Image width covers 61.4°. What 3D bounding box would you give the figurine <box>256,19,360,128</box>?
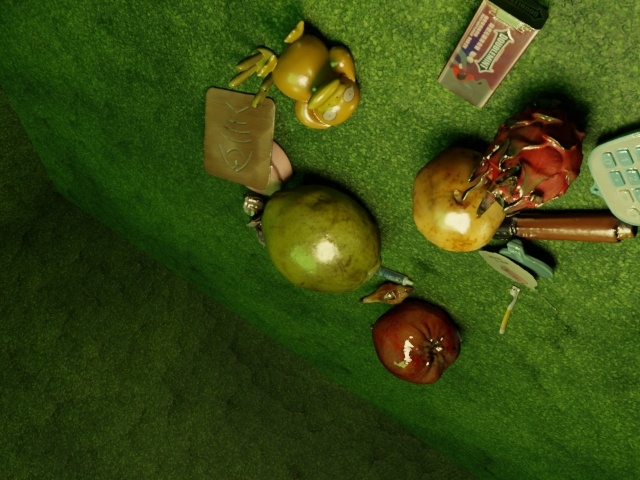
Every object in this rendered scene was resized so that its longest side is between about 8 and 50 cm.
[{"bbox_3d":[-0.013,-0.389,1.301,0.228,0.215,0.215,49,154,9],"label":"figurine"}]

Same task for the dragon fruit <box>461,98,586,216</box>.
[{"bbox_3d":[0.414,-0.152,1.084,0.193,0.274,0.192,21,-162,-22],"label":"dragon fruit"}]

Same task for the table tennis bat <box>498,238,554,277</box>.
[{"bbox_3d":[0.527,0.046,1.402,0.149,0.038,0.237,26,176,36],"label":"table tennis bat"}]

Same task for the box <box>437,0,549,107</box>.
[{"bbox_3d":[0.321,-0.365,1.035,0.120,0.069,0.224,33,153,5],"label":"box"}]

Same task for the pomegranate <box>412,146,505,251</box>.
[{"bbox_3d":[0.326,-0.095,1.279,0.248,0.248,0.248,28,152,16],"label":"pomegranate"}]

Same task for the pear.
[{"bbox_3d":[0.000,0.000,1.721,0.413,0.352,0.352,31,153,4],"label":"pear"}]

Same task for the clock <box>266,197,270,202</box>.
[{"bbox_3d":[-0.127,-0.069,2.010,0.248,0.090,0.227,7,140,46],"label":"clock"}]

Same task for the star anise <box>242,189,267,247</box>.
[{"bbox_3d":[-0.208,-0.064,1.882,0.236,0.093,0.229,72,177,-55],"label":"star anise"}]

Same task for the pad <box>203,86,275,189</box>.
[{"bbox_3d":[-0.259,-0.317,1.680,0.286,0.018,0.284,20,114,32],"label":"pad"}]

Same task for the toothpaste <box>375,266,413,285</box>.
[{"bbox_3d":[0.245,0.123,1.939,0.197,0.035,0.057,20,133,32],"label":"toothpaste"}]

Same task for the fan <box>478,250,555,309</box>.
[{"bbox_3d":[0.575,0.120,1.525,0.310,0.010,0.182,37,175,-18],"label":"fan"}]

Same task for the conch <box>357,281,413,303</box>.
[{"bbox_3d":[0.240,0.194,1.999,0.233,0.086,0.080,-2,100,49],"label":"conch"}]

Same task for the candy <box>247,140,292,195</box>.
[{"bbox_3d":[-0.204,-0.254,1.796,0.255,0.094,0.255,28,152,17],"label":"candy"}]

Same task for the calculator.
[{"bbox_3d":[0.694,-0.121,0.989,0.386,0.054,0.256,-7,131,50],"label":"calculator"}]

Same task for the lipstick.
[{"bbox_3d":[0.531,-0.034,1.307,0.418,0.077,0.077,3,138,45],"label":"lipstick"}]

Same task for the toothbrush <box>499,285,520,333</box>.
[{"bbox_3d":[0.593,0.224,1.705,0.024,0.021,0.288,35,155,28],"label":"toothbrush"}]

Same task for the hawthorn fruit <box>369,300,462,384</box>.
[{"bbox_3d":[0.335,0.367,1.945,0.308,0.308,0.325,36,163,1],"label":"hawthorn fruit"}]

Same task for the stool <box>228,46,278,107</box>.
[{"bbox_3d":[-0.167,-0.440,1.442,0.135,0.110,0.134,17,146,32],"label":"stool"}]
